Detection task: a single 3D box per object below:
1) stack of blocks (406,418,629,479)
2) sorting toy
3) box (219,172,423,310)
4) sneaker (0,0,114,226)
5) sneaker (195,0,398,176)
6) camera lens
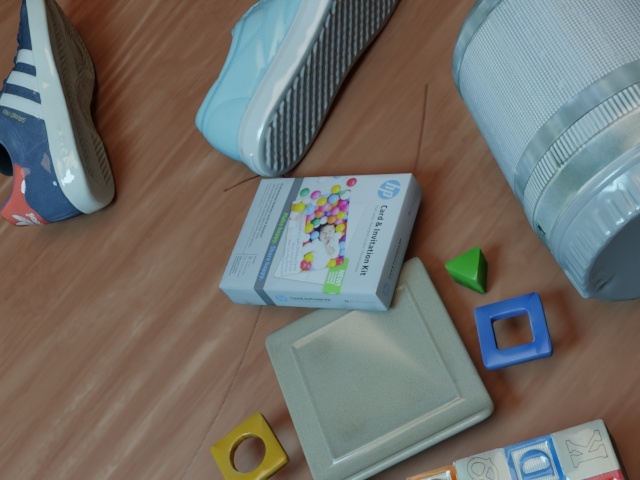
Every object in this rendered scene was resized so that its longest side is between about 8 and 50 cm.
[{"bbox_3d":[0.191,0.311,0.709,0.171,0.087,0.297,-21,60,15],"label":"stack of blocks"},{"bbox_3d":[0.052,0.132,0.884,0.348,0.047,0.196,-28,51,8],"label":"sorting toy"},{"bbox_3d":[0.000,0.000,0.951,0.186,0.038,0.145,2,57,30],"label":"box"},{"bbox_3d":[-0.374,-0.173,1.173,0.148,0.131,0.350,-22,60,9],"label":"sneaker"},{"bbox_3d":[-0.028,-0.257,1.052,0.150,0.135,0.366,26,78,29],"label":"sneaker"},{"bbox_3d":[0.257,-0.113,0.799,0.219,0.219,0.274,-28,58,11],"label":"camera lens"}]
